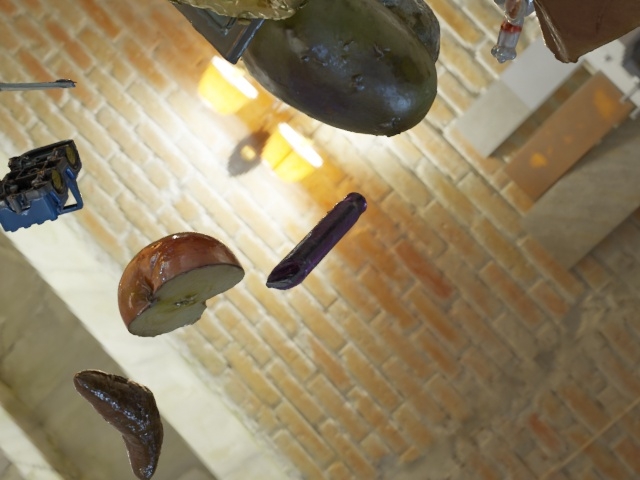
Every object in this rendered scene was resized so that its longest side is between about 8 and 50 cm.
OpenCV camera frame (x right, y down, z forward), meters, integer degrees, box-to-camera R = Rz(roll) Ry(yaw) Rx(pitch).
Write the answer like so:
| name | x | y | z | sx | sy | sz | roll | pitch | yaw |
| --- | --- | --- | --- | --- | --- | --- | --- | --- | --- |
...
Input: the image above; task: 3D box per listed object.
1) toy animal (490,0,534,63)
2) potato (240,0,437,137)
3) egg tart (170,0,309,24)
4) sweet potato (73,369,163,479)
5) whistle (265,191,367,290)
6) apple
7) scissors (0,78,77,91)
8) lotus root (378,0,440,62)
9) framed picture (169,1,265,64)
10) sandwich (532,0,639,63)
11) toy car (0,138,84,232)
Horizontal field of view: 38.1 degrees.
| name | x | y | z | sx | sy | sz | roll | pitch | yaw |
| --- | --- | --- | --- | --- | --- | --- | --- | --- | --- |
| toy animal | 0.333 | -0.452 | 1.552 | 0.138 | 0.282 | 0.140 | 34 | -175 | 15 |
| potato | 0.022 | -0.251 | 1.268 | 0.307 | 0.210 | 0.173 | 28 | -122 | -14 |
| egg tart | -0.103 | -0.289 | 0.840 | 0.345 | 0.132 | 0.345 | 14 | 177 | 1 |
| sweet potato | -0.359 | 0.330 | 1.756 | 0.092 | 0.114 | 0.341 | 31 | 151 | 38 |
| whistle | 0.000 | 0.000 | 0.989 | 0.033 | 0.033 | 0.176 | 45 | -135 | -1 |
| apple | -0.329 | 0.073 | 2.051 | 0.251 | 0.293 | 0.163 | 5 | -131 | -55 |
| scissors | -0.552 | -0.257 | 1.538 | 0.191 | 0.360 | 0.029 | 10 | -99 | -67 |
| lotus root | 0.144 | -0.378 | 1.736 | 0.175 | 0.175 | 0.349 | 46 | -170 | 4 |
| framed picture | -0.139 | -0.465 | 1.112 | 0.446 | 0.326 | 0.028 | 48 | -159 | 29 |
| sandwich | 0.294 | -0.264 | 0.934 | 0.212 | 0.063 | 0.245 | 32 | 160 | 46 |
| toy car | -0.409 | -0.071 | 1.364 | 0.191 | 0.097 | 0.100 | -89 | -18 | -60 |
